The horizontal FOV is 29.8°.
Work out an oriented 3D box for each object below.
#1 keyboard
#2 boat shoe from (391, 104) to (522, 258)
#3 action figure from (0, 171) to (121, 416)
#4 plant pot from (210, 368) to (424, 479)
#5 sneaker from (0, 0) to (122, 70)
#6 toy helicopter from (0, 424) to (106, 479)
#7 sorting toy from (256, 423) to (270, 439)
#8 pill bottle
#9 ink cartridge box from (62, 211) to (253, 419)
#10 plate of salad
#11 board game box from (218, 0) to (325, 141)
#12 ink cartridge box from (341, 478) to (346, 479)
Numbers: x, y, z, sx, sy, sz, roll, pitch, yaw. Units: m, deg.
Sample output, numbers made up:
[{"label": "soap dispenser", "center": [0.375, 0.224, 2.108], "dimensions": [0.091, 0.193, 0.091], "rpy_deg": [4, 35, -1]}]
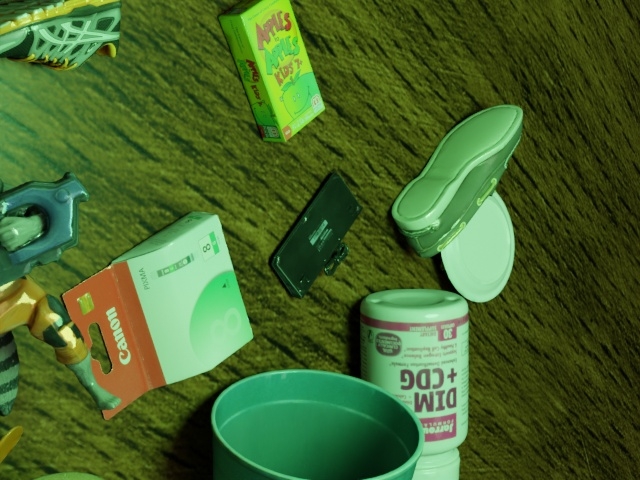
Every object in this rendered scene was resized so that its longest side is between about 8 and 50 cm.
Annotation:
[{"label": "keyboard", "center": [0.000, 0.000, 1.704], "dimensions": [0.180, 0.023, 0.108], "rpy_deg": [-55, 126, -28]}, {"label": "boat shoe", "center": [0.226, -0.098, 1.892], "dimensions": [0.305, 0.109, 0.091], "rpy_deg": [-47, 129, -27]}, {"label": "action figure", "center": [-0.386, 0.062, 1.202], "dimensions": [0.341, 0.178, 0.330], "rpy_deg": [-18, 105, -16]}, {"label": "plant pot", "center": [-0.016, 0.345, 1.564], "dimensions": [0.271, 0.271, 0.255], "rpy_deg": [-19, 123, -47]}, {"label": "sneaker", "center": [-0.289, -0.218, 1.287], "dimensions": [0.215, 0.084, 0.083], "rpy_deg": [-28, 121, -45]}, {"label": "toy helicopter", "center": [-0.354, 0.338, 1.222], "dimensions": [0.355, 0.235, 0.140], "rpy_deg": [-21, 151, -35]}, {"label": "sorting toy", "center": [-0.054, 0.247, 1.681], "dimensions": [0.083, 0.012, 0.062], "rpy_deg": [11, 87, -49]}, {"label": "pill bottle", "center": [0.140, 0.224, 1.791], "dimensions": [0.160, 0.160, 0.283], "rpy_deg": [-12, 105, -48]}, {"label": "ink cartridge box", "center": [-0.191, 0.092, 1.469], "dimensions": [0.224, 0.056, 0.181], "rpy_deg": [-37, 122, -43]}, {"label": "plate of salad", "center": [0.253, 0.002, 1.981], "dimensions": [0.199, 0.048, 0.200], "rpy_deg": [6, 81, -45]}, {"label": "board game box", "center": [-0.062, -0.231, 1.580], "dimensions": [0.092, 0.043, 0.181], "rpy_deg": [-43, 126, -37]}, {"label": "ink cartridge box", "center": [0.111, 0.399, 1.735], "dimensions": [0.045, 0.223, 0.224], "rpy_deg": [-56, 134, -29]}]
